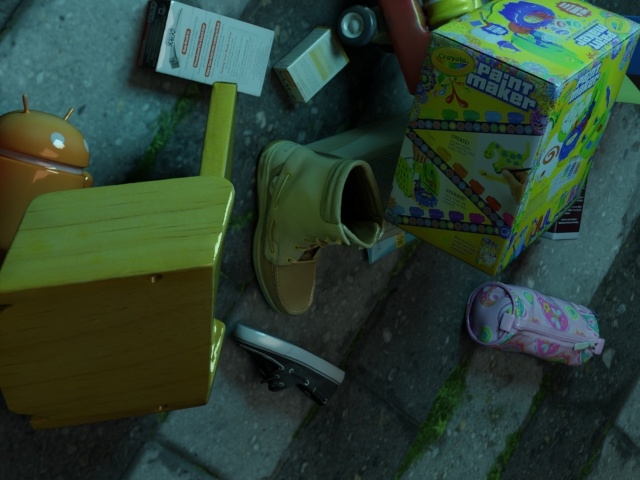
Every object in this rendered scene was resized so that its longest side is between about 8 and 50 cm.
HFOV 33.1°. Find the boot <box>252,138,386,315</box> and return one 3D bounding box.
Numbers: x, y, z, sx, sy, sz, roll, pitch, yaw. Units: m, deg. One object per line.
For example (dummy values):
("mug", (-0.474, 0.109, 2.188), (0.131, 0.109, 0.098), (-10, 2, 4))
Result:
("boot", (0.000, 0.000, 1.502), (0.095, 0.203, 0.261), (-10, 108, -37))

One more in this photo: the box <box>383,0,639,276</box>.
("box", (0.256, -0.155, 1.425), (0.290, 0.177, 0.279), (-34, 146, -48))

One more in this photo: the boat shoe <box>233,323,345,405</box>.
("boat shoe", (-0.053, 0.191, 1.602), (0.228, 0.080, 0.076), (33, 79, -48))

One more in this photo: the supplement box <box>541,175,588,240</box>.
("supplement box", (0.386, -0.130, 1.836), (0.073, 0.130, 0.239), (-3, 105, -39))

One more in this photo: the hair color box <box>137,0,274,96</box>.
("hair color box", (-0.148, -0.251, 1.411), (0.167, 0.053, 0.093), (9, 98, -42))

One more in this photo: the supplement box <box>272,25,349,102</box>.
("supplement box", (-0.013, -0.251, 1.533), (0.098, 0.036, 0.062), (-45, 126, -21))

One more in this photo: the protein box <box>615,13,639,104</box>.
("protein box", (0.466, -0.302, 1.766), (0.201, 0.200, 0.135), (-21, 118, -63))

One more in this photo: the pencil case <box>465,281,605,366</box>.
("pencil case", (0.385, 0.152, 1.920), (0.284, 0.124, 0.124), (17, 91, -40))

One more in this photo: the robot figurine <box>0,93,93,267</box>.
("robot figurine", (-0.344, -0.057, 1.253), (0.158, 0.128, 0.219), (15, 93, -19))

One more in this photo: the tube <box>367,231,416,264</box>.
("tube", (0.152, -0.036, 1.728), (0.207, 0.052, 0.080), (-24, 107, -26))

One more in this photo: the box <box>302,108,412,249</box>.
("box", (0.130, -0.109, 1.634), (0.311, 0.121, 0.147), (-21, 115, -34))

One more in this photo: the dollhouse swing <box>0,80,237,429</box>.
("dollhouse swing", (-0.236, 0.004, 1.296), (0.315, 0.304, 0.346), (-7, 149, -11))

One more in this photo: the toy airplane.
("toy airplane", (0.178, -0.443, 1.480), (0.386, 0.273, 0.384), (-62, 144, -32))
